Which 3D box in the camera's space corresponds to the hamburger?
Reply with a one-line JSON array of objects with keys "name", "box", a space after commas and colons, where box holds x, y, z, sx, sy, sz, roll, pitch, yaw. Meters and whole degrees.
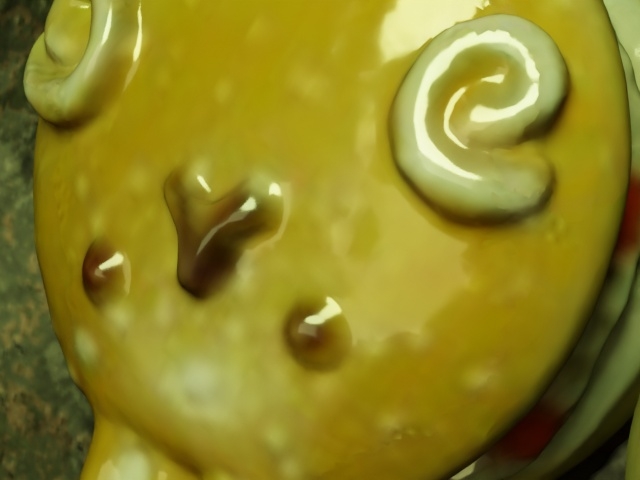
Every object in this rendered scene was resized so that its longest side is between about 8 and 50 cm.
[{"name": "hamburger", "box": [0.000, 0.000, 0.580, 0.261, 0.186, 0.303, 29, 104, 29]}]

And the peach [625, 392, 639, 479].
[{"name": "peach", "box": [0.222, 0.065, 0.388, 0.292, 0.247, 0.292, 26, 129, 36]}]
